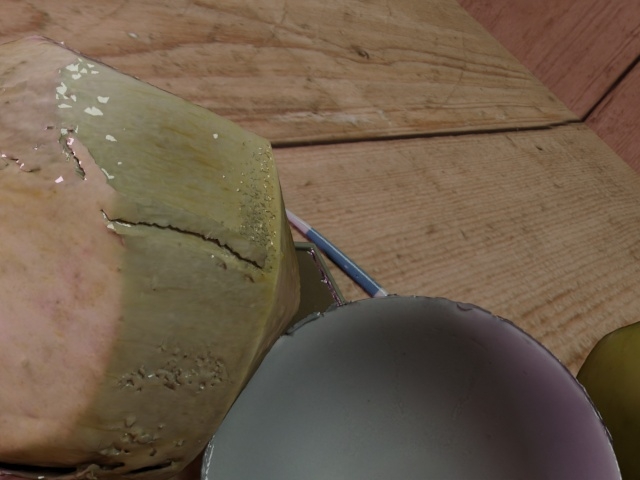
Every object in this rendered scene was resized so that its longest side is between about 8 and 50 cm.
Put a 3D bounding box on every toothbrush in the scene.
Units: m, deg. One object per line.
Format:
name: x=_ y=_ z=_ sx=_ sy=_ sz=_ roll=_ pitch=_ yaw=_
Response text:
toothbrush: x=0.000 y=0.000 z=1.042 sx=0.276 sy=0.019 sz=0.025 roll=41 pitch=26 yaw=7

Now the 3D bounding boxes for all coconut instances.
coconut: x=-0.178 y=0.019 z=0.597 sx=0.353 sy=0.352 sz=0.352 roll=24 pitch=36 yaw=-19

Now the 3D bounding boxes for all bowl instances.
bowl: x=0.078 y=0.233 z=0.658 sx=0.345 sy=0.346 sz=0.157 roll=56 pitch=-5 yaw=26

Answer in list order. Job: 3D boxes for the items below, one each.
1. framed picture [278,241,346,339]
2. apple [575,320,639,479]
framed picture: x=-0.033 y=0.109 z=0.878 sx=0.211 sy=0.020 sz=0.289 roll=4 pitch=46 yaw=-40
apple: x=0.479 y=0.280 z=0.775 sx=0.474 sy=0.473 sz=0.473 roll=24 pitch=36 yaw=-19
